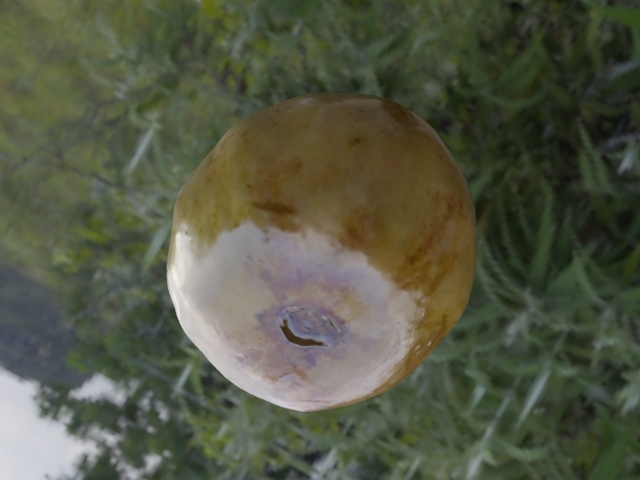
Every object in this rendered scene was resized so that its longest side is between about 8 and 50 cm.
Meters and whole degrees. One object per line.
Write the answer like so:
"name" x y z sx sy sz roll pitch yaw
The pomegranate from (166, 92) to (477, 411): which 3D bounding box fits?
"pomegranate" 0.000 0.000 1.475 0.338 0.338 0.338 29 -178 -1
